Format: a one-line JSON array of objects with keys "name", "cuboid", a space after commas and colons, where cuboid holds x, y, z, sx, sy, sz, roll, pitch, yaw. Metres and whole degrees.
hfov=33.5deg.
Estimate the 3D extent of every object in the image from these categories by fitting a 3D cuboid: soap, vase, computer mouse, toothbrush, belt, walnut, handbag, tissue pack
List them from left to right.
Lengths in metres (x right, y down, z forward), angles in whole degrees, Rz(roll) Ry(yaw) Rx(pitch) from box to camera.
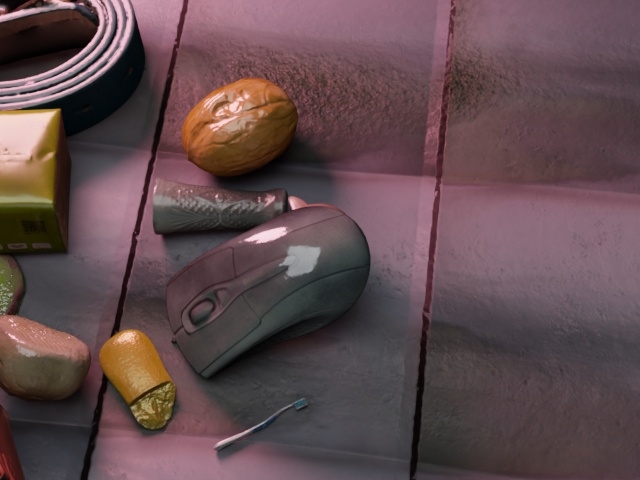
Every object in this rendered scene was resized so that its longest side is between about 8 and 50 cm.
[{"name": "tissue pack", "cuboid": [-0.560, -0.094, 1.748, 0.275, 0.167, 0.200, -1, 59, -6]}, {"name": "handbag", "cuboid": [-0.499, 0.291, 1.558, 0.059, 0.212, 0.157, -22, 67, -8]}, {"name": "belt", "cuboid": [-0.531, -0.328, 1.868, 0.437, 0.173, 0.300, -12, 68, -3]}, {"name": "soap", "cuboid": [-0.283, 0.216, 1.684, 0.089, 0.033, 0.168, -36, 70, -11]}, {"name": "vase", "cuboid": [-0.164, -0.053, 1.774, 0.219, 0.096, 0.096, 2, 65, 0]}, {"name": "walnut", "cuboid": [-0.137, -0.190, 1.802, 0.207, 0.159, 0.159, -31, 68, -12]}, {"name": "computer mouse", "cuboid": [-0.101, 0.075, 1.635, 0.371, 0.122, 0.188, -30, 72, 20]}, {"name": "toothbrush", "cuboid": [-0.094, 0.285, 1.656, 0.162, 0.014, 0.017, -25, 48, -8]}]

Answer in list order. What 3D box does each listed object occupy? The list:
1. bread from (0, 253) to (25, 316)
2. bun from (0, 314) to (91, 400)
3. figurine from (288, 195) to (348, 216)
[{"name": "bread", "cuboid": [-0.599, 0.094, 1.753, 0.229, 0.033, 0.228, -1, 64, 2]}, {"name": "bun", "cuboid": [-0.446, 0.190, 1.643, 0.167, 0.173, 0.113, 20, 94, -24]}, {"name": "figurine", "cuboid": [0.000, 0.000, 1.729, 0.125, 0.125, 0.138, -13, 55, -4]}]
